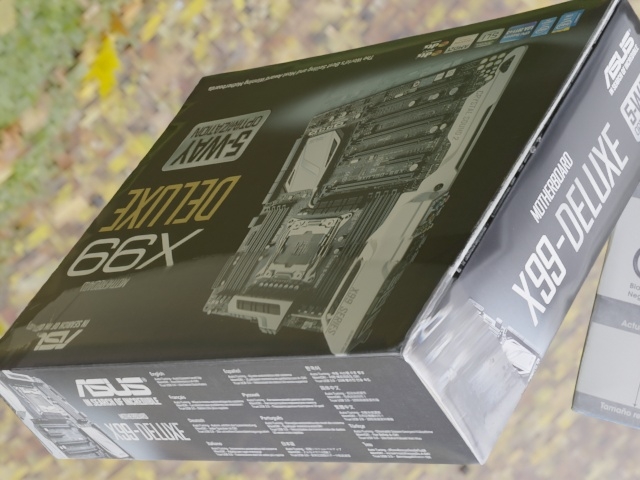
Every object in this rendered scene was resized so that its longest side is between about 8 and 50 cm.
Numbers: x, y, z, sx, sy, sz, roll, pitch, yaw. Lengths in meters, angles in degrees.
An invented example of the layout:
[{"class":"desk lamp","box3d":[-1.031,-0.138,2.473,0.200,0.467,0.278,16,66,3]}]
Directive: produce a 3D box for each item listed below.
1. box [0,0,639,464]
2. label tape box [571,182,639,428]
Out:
[{"class":"box","box3d":[0.000,0.000,0.902,0.076,0.307,0.242,54,52,-27]},{"class":"label tape box","box3d":[0.326,-0.018,1.205,0.106,0.240,0.334,-17,120,-72]}]
